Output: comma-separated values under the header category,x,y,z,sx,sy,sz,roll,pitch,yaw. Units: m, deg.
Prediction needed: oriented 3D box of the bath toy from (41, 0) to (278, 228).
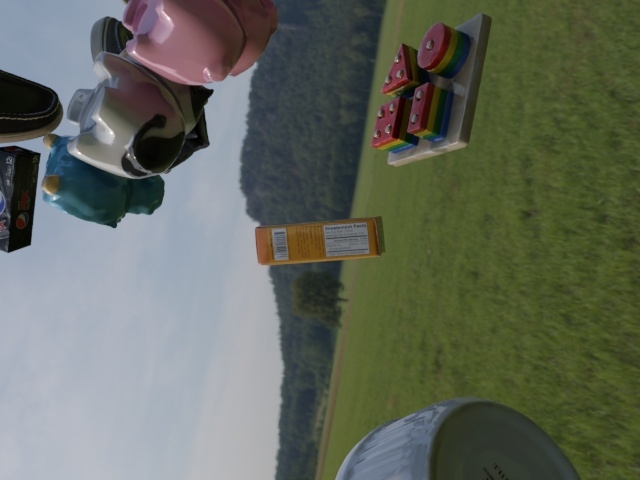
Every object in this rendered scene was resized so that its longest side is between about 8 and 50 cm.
category,x,y,z,sx,sy,sz,roll,pitch,yaw
bath toy,-0.095,-0.152,0.488,0.348,0.129,0.151,-42,44,31

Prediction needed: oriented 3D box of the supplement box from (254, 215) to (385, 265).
category,x,y,z,sx,sy,sz,roll,pitch,yaw
supplement box,0.000,0.000,1.141,0.078,0.233,0.080,-21,-72,-75

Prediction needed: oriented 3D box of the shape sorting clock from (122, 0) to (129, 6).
category,x,y,z,sx,sy,sz,roll,pitch,yaw
shape sorting clock,-0.341,-0.508,1.364,0.206,0.206,0.040,-73,3,-59

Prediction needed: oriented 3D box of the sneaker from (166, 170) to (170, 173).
category,x,y,z,sx,sy,sz,roll,pitch,yaw
sneaker,-0.324,-0.176,1.249,0.032,0.037,0.083,-8,-87,-51

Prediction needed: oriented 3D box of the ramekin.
category,x,y,z,sx,sy,sz,roll,pitch,yaw
ramekin,0.122,0.226,0.486,0.109,0.207,0.207,-51,17,42

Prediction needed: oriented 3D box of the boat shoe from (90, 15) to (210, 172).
category,x,y,z,sx,sy,sz,roll,pitch,yaw
boat shoe,-0.301,-0.279,1.106,0.127,0.158,0.341,30,-139,-70

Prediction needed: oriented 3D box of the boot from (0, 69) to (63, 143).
category,x,y,z,sx,sy,sz,roll,pitch,yaw
boot,-0.610,-0.314,0.970,0.284,0.377,0.138,119,158,-48

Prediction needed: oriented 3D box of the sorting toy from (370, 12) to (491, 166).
category,x,y,z,sx,sy,sz,roll,pitch,yaw
sorting toy,0.202,-0.298,1.213,0.257,0.089,0.256,-6,70,67

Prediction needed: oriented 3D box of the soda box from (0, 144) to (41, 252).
category,x,y,z,sx,sy,sz,roll,pitch,yaw
soda box,-0.514,-0.069,1.014,0.060,0.053,0.169,-41,-34,-69
